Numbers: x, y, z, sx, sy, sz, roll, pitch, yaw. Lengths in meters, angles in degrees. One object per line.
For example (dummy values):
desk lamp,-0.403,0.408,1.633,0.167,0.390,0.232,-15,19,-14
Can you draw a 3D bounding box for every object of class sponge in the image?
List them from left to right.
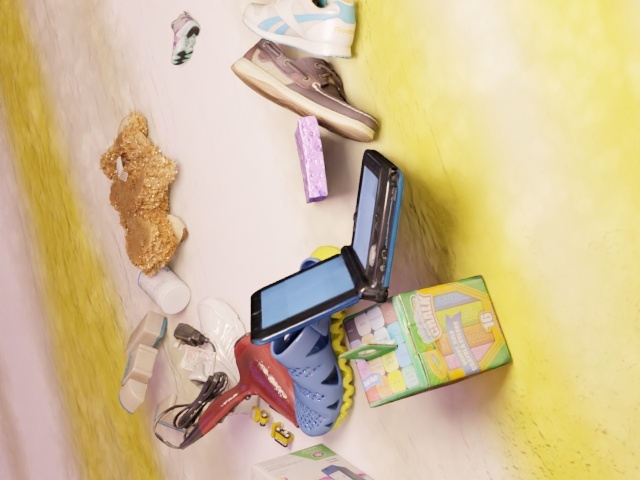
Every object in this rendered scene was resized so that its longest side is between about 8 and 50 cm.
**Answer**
sponge,-0.015,-0.119,1.595,0.210,0.031,0.117,166,95,-88

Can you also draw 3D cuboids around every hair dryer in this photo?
hair dryer,-0.143,0.270,1.844,0.293,0.080,0.224,7,84,24

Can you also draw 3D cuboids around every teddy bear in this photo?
teddy bear,-0.346,-0.097,2.082,0.338,0.113,0.245,55,130,40

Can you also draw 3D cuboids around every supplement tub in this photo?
supplement tub,-0.315,0.092,2.098,0.107,0.071,0.071,39,127,40

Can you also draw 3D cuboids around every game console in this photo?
game console,0.000,0.000,1.460,0.293,0.173,0.250,-113,30,-79

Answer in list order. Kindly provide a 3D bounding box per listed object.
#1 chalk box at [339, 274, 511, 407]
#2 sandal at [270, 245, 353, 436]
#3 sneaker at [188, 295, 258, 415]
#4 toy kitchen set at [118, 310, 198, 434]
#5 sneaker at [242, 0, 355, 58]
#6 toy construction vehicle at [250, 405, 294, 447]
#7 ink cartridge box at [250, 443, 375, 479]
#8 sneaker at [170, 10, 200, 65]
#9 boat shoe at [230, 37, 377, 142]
chalk box,0.127,0.141,1.417,0.132,0.213,0.132,-31,74,51
sandal,-0.027,0.170,1.691,0.126,0.138,0.318,13,111,48
sneaker,-0.195,0.218,1.935,0.090,0.115,0.232,-29,75,51
toy kitchen set,-0.324,0.284,2.167,0.122,0.166,0.207,-47,25,46
sneaker,-0.030,-0.345,1.618,0.228,0.087,0.092,24,110,40
toy construction vehicle,-0.081,0.311,1.882,0.098,0.035,0.086,27,120,37
ink cartridge box,0.005,0.427,1.695,0.212,0.154,0.093,27,118,47
sneaker,-0.260,-0.379,1.940,0.069,0.038,0.098,55,128,30
boat shoe,-0.018,-0.239,1.609,0.285,0.103,0.092,31,89,36
